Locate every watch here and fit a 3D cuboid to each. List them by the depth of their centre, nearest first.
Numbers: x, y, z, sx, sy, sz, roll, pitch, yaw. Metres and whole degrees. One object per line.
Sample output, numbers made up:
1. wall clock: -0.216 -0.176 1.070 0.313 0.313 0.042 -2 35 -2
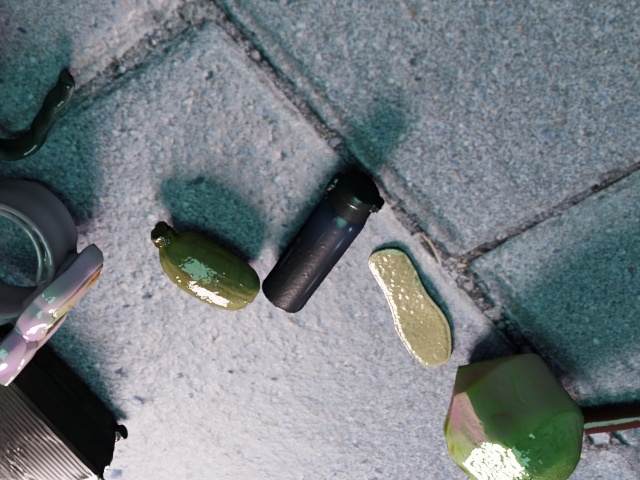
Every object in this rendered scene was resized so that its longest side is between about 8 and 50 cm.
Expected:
1. watch: -0.446 0.039 1.913 0.217 0.211 0.248 41 115 -5

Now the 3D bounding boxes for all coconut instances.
1. coconut: 0.282 0.273 2.013 0.204 0.236 0.236 -43 117 7

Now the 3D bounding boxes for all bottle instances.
1. bottle: 0.000 0.000 1.893 0.082 0.072 0.244 40 126 3

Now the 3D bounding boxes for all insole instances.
1. insole: 0.139 0.103 2.005 0.081 0.011 0.248 -16 126 18

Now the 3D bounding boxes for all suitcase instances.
1. suitcase: -0.495 0.282 2.118 0.229 0.152 0.335 -22 124 20

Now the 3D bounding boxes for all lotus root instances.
1. lotus root: -0.172 0.040 1.936 0.183 0.077 0.090 35 125 -22

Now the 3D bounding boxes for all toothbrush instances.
1. toothbrush: 0.476 0.279 2.107 0.364 0.041 0.041 -10 128 13

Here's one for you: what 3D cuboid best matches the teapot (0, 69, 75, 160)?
1. teapot: -0.507 -0.176 1.746 0.223 0.305 0.285 40 140 19
